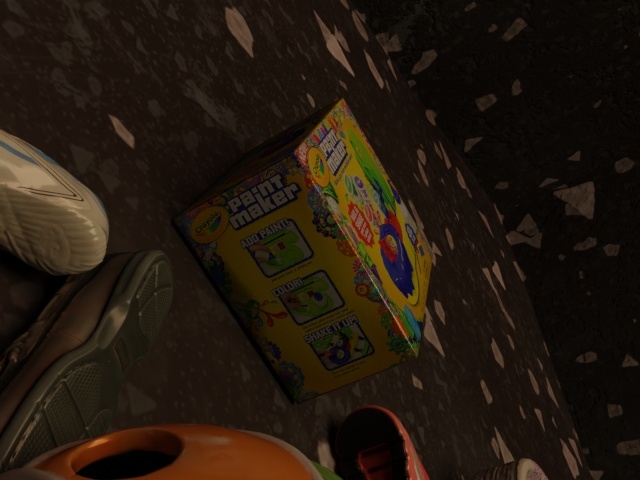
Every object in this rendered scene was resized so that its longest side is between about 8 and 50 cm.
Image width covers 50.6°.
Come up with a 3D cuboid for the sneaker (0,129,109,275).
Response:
[{"bbox_3d":[-0.263,-0.055,0.506,0.237,0.085,0.086,42,5,-37],"label":"sneaker"}]

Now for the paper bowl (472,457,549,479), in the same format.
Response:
[{"bbox_3d":[0.323,0.517,1.110,0.284,0.148,0.284,49,27,-35],"label":"paper bowl"}]

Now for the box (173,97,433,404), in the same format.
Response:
[{"bbox_3d":[0.000,0.000,0.896,0.279,0.177,0.290,58,23,-14],"label":"box"}]

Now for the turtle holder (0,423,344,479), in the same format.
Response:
[{"bbox_3d":[-0.111,0.246,0.356,0.227,0.320,0.243,44,-2,-43],"label":"turtle holder"}]

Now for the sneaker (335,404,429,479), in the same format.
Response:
[{"bbox_3d":[0.118,0.366,0.856,0.136,0.116,0.313,36,37,-58],"label":"sneaker"}]

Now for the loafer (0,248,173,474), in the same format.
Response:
[{"bbox_3d":[-0.196,0.097,0.509,0.267,0.084,0.096,-69,161,-57],"label":"loafer"}]
